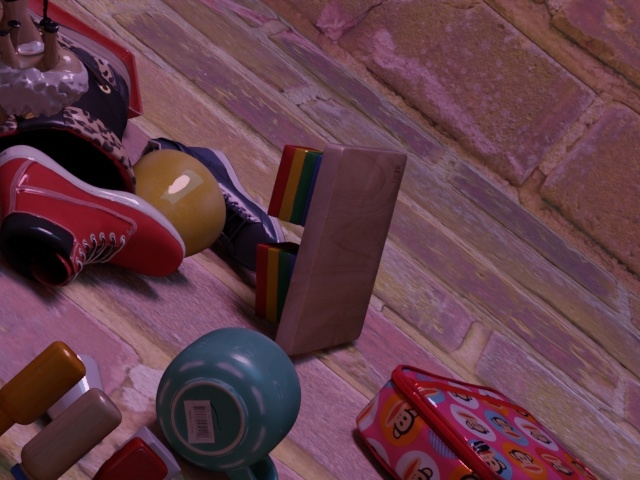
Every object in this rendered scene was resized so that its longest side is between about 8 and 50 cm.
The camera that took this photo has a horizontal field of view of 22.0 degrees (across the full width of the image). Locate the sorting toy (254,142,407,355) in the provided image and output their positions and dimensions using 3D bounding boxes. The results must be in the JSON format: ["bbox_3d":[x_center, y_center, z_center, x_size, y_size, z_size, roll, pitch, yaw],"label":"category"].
[{"bbox_3d":[0.000,0.000,2.057,0.089,0.255,0.257,17,7,19],"label":"sorting toy"}]

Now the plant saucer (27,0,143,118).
[{"bbox_3d":[-0.376,-0.271,2.323,0.258,0.047,0.259,31,16,-22],"label":"plant saucer"}]

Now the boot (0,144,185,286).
[{"bbox_3d":[-0.244,0.013,1.770,0.244,0.088,0.176,28,26,-32],"label":"boot"}]

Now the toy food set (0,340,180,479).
[{"bbox_3d":[-0.180,0.207,1.387,0.232,0.104,0.111,51,-4,-23],"label":"toy food set"}]

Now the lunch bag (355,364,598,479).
[{"bbox_3d":[0.181,0.253,1.958,0.293,0.120,0.258,20,20,-51],"label":"lunch bag"}]

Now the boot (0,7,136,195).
[{"bbox_3d":[-0.377,-0.174,1.894,0.377,0.138,0.284,25,24,-27],"label":"boot"}]

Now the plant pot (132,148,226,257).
[{"bbox_3d":[-0.192,-0.028,1.928,0.134,0.134,0.095,39,34,5],"label":"plant pot"}]

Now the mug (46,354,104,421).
[{"bbox_3d":[-0.215,0.147,1.486,0.078,0.062,0.064,13,36,-43],"label":"mug"}]

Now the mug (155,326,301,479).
[{"bbox_3d":[-0.083,0.166,1.585,0.158,0.129,0.097,40,19,5],"label":"mug"}]

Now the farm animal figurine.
[{"bbox_3d":[-0.432,-0.183,1.709,0.327,0.172,0.330,-11,34,-19],"label":"farm animal figurine"}]

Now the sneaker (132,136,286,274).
[{"bbox_3d":[-0.153,-0.045,2.106,0.163,0.086,0.226,14,30,-51],"label":"sneaker"}]
